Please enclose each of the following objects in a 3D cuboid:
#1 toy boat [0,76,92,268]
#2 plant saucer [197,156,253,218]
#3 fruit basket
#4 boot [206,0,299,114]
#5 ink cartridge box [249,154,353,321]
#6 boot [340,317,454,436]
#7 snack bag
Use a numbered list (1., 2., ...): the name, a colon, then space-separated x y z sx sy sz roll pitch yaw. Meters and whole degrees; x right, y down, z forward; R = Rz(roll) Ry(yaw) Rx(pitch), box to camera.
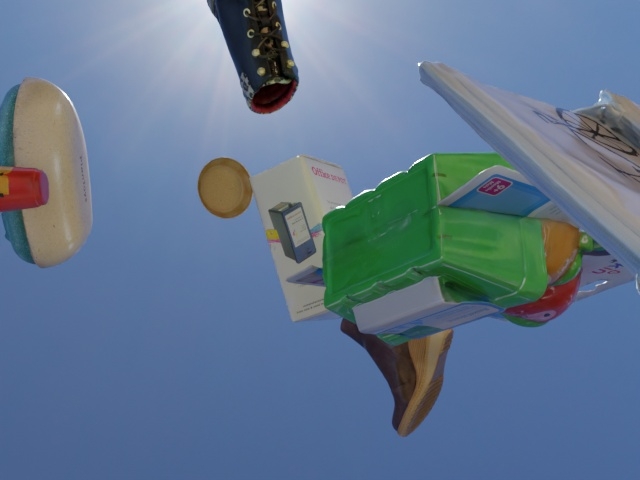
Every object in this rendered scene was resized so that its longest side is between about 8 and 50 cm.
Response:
1. toy boat: -0.407 -0.084 1.075 0.148 0.318 0.267 -3 -80 -2
2. plant saucer: -0.130 -0.070 1.087 0.084 0.015 0.083 2 -94 -33
3. fruit basket: 0.193 0.037 0.863 0.353 0.327 0.165 19 -118 -30
4. boot: -0.067 -0.271 0.929 0.085 0.236 0.178 -15 -106 -18
5. ink cartridge box: 0.000 0.000 1.122 0.154 0.093 0.212 6 -115 -66
6. boot: 0.124 0.210 1.473 0.207 0.248 0.090 27 -158 32
7. snack bag: 0.248 -0.014 0.470 0.343 0.037 0.323 12 -153 -26
